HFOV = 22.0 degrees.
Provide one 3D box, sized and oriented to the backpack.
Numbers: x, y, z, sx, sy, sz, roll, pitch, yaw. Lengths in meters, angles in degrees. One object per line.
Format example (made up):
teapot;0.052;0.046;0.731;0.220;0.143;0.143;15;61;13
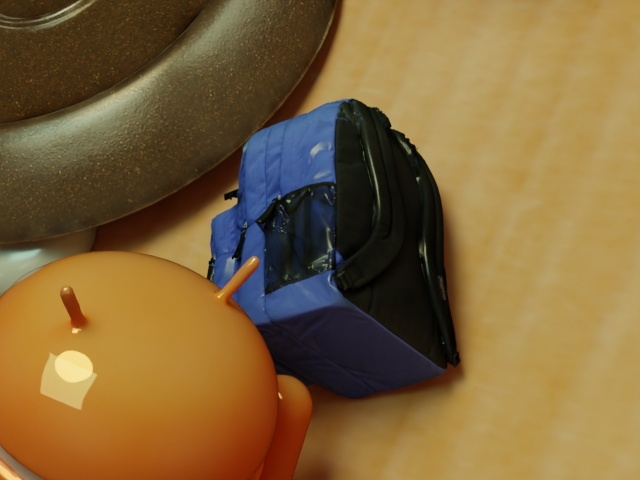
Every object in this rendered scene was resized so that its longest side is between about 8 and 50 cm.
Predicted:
backpack;0.000;0.000;0.747;0.101;0.098;0.120;-15;56;27

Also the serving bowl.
serving bowl;-0.160;-0.007;0.871;0.083;0.027;0.083;-11;56;17

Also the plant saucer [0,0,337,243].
plant saucer;-0.143;-0.136;0.909;0.311;0.050;0.310;-10;52;14

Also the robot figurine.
robot figurine;-0.090;0.095;0.671;0.158;0.219;0.128;20;34;-2
